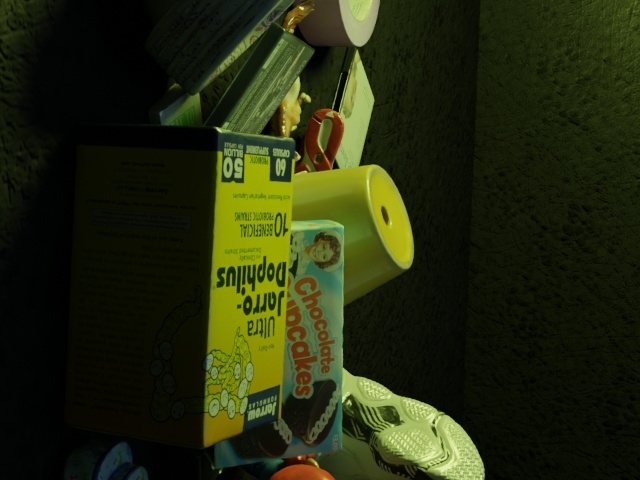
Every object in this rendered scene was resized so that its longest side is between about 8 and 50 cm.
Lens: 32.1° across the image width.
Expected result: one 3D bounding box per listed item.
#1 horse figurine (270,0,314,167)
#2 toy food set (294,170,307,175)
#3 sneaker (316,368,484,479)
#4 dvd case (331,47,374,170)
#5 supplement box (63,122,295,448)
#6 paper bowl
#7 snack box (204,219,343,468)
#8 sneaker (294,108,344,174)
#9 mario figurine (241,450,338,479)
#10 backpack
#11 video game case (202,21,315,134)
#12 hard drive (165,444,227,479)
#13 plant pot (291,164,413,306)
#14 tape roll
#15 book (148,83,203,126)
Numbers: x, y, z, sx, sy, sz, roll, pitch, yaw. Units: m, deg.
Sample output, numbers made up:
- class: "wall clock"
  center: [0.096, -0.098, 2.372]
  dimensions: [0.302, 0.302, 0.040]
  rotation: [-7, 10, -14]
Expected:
- class: "horse figurine"
  center: [-0.053, -0.262, 1.830]
  dimensions: [0.174, 0.066, 0.263]
  rotation: [-52, 145, -69]
- class: "toy food set"
  center: [-0.056, -0.009, 1.846]
  dimensions: [0.132, 0.038, 0.192]
  rotation: [-19, 102, -34]
- class: "sneaker"
  center: [0.081, 0.344, 1.738]
  dimensions: [0.137, 0.366, 0.210]
  rotation: [-34, 140, -47]
- class: "dvd case"
  center: [0.058, -0.236, 2.229]
  dimensions: [0.180, 0.022, 0.253]
  rotation: [64, 35, -56]
- class: "supplement box"
  center: [-0.164, 0.045, 1.329]
  dimensions: [0.194, 0.195, 0.357]
  rotation: [-4, 98, -65]
- class: "paper bowl"
  center: [-0.111, -0.327, 1.381]
  dimensions: [0.148, 0.284, 0.284]
  rotation: [46, 33, -8]
- class: "snack box"
  center: [-0.064, 0.137, 1.510]
  dimensions: [0.060, 0.187, 0.322]
  rotation: [-155, -118, -66]
- class: "sneaker"
  center: [-0.014, -0.119, 1.945]
  dimensions: [0.128, 0.087, 0.221]
  rotation: [-98, -147, -86]
- class: "mario figurine"
  center: [-0.027, 0.389, 1.597]
  dimensions: [0.320, 0.170, 0.198]
  rotation: [178, -97, -70]
- class: "backpack"
  center: [-0.254, 0.296, 1.319]
  dimensions: [0.105, 0.084, 0.114]
  rotation: [-37, 126, -69]
- class: "video game case"
  center: [-0.089, -0.205, 1.567]
  dimensions: [0.196, 0.026, 0.274]
  rotation: [-55, 177, 8]
- class: "hard drive"
  center: [-0.138, 0.202, 1.677]
  dimensions: [0.339, 0.064, 0.237]
  rotation: [-31, 123, -67]
- class: "plant pot"
  center: [0.000, 0.000, 1.657]
  dimensions: [0.254, 0.239, 0.254]
  rotation: [51, 29, -43]
- class: "tape roll"
  center: [0.032, -0.487, 1.993]
  dimensions: [0.275, 0.090, 0.275]
  rotation: [4, 90, -72]
- class: "book"
  center: [-0.192, -0.127, 1.500]
  dimensions: [0.096, 0.035, 0.144]
  rotation: [-53, 144, -51]
